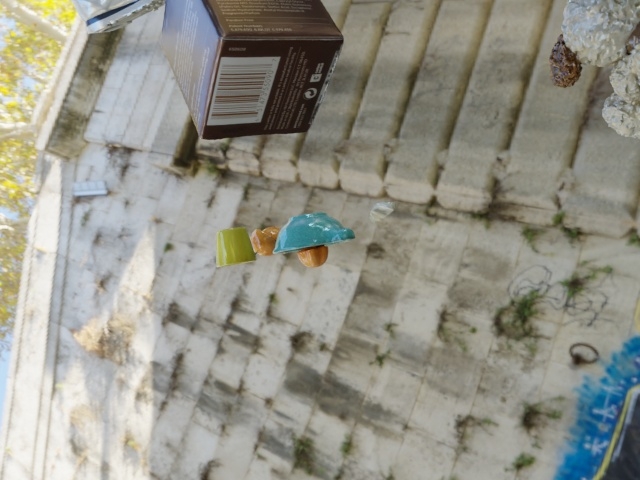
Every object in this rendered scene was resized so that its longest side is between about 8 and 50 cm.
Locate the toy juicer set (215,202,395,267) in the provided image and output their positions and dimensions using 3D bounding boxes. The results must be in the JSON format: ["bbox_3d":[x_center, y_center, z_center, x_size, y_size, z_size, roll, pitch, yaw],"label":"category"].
[{"bbox_3d":[0.000,0.000,1.053,0.209,0.329,0.089,-3,-97,-69],"label":"toy juicer set"}]

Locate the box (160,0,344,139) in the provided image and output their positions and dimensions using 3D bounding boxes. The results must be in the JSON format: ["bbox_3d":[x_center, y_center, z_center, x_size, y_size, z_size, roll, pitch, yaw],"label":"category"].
[{"bbox_3d":[-0.101,-0.268,0.821,0.167,0.203,0.168,-10,-31,-27],"label":"box"}]

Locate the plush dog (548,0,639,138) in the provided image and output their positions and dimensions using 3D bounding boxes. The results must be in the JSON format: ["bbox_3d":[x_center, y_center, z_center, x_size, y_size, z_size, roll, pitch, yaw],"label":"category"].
[{"bbox_3d":[0.447,-0.285,0.848,0.262,0.226,0.210,-63,-9,24],"label":"plush dog"}]

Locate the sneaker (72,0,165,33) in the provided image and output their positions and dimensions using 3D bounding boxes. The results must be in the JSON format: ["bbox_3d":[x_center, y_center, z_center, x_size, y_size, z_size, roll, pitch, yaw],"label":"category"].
[{"bbox_3d":[-0.299,-0.421,0.995,0.090,0.235,0.094,-76,-34,-73],"label":"sneaker"}]
